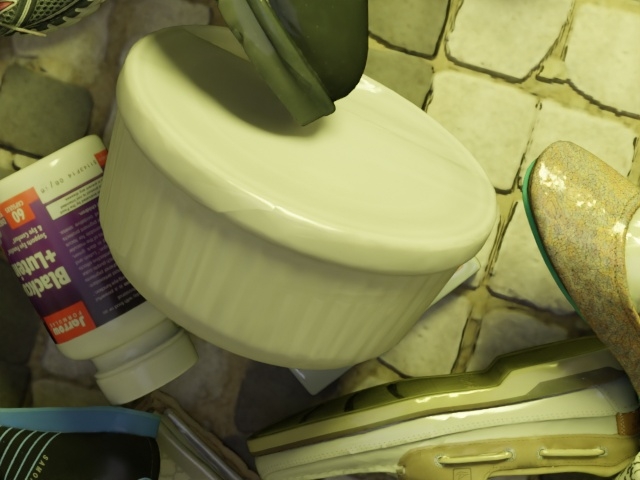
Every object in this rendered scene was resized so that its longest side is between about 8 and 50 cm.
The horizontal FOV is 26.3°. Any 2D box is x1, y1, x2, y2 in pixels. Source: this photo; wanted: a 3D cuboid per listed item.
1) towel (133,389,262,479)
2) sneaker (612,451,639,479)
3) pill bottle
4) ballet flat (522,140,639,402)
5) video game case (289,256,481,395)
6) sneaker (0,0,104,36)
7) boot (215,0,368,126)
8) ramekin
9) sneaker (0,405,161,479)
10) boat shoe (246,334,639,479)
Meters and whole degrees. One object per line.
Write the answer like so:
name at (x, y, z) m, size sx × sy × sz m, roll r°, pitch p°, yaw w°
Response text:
towel at (-0.120, 0.341, 1.149) m, size 0.332 × 0.053 × 0.317 m, roll 42°, pitch 104°, yaw -1°
sneaker at (0.363, 0.239, 0.961) m, size 0.411 × 0.158 × 0.182 m, roll 11°, pitch 136°, yaw -6°
pill bottle at (-0.174, 0.026, 1.060) m, size 0.108 × 0.108 × 0.193 m, roll -27°, pitch 97°, yaw 12°
ballet flat at (0.255, 0.052, 0.968) m, size 0.106 × 0.107 × 0.316 m, roll -4°, pitch 131°, yaw 44°
video game case at (0.000, 0.000, 1.076) m, size 0.173 × 0.022 × 0.190 m, roll -39°, pitch 94°, yaw 13°
sneaker at (-0.273, -0.189, 1.027) m, size 0.299 × 0.112 × 0.120 m, roll -25°, pitch 97°, yaw 11°
boot at (0.111, -0.321, 0.877) m, size 0.445 × 0.146 × 0.367 m, roll -24°, pitch 69°, yaw 10°
ramekin at (-0.025, -0.027, 0.936) m, size 0.273 × 0.273 × 0.127 m, roll 27°, pitch 117°, yaw 1°
sneaker at (-0.232, 0.182, 1.083) m, size 0.232 × 0.081 × 0.090 m, roll -6°, pitch 71°, yaw 26°
boat shoe at (0.096, 0.156, 1.050) m, size 0.302 × 0.113 × 0.103 m, roll -14°, pitch 94°, yaw 9°
